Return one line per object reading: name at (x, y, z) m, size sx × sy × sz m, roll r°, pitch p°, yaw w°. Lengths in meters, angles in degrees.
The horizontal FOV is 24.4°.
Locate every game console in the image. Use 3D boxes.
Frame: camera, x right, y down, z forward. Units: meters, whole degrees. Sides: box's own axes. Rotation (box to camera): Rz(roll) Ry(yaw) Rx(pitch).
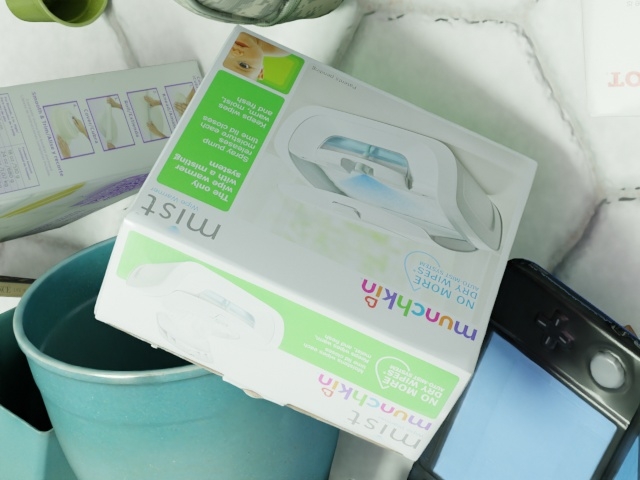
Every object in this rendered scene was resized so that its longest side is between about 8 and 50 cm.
game console at (0.150, 0.208, 1.116) m, size 0.250 × 0.173 × 0.293 m, roll 38°, pitch 131°, yaw 25°

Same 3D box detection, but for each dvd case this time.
dvd case at (-0.327, 0.040, 1.406) m, size 0.164 × 0.221 × 0.018 m, roll 5°, pitch 89°, yaw 33°

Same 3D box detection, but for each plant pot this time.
plant pot at (-0.254, -0.234, 1.382) m, size 0.079 × 0.083 × 0.083 m, roll -5°, pitch 99°, yaw 47°
plant pot at (-0.102, 0.151, 1.269) m, size 0.271 × 0.271 × 0.255 m, roll 10°, pitch 121°, yaw 32°
plant pot at (-0.282, 0.212, 1.459) m, size 0.165 × 0.165 × 0.234 m, roll 27°, pitch 123°, yaw 26°

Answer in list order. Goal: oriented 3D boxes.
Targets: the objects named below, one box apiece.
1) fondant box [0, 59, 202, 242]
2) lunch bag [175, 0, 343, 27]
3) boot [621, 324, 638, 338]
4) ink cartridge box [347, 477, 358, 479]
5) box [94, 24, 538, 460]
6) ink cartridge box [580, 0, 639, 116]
fondant box at (-0.274, -0.058, 1.276) m, size 0.238 × 0.330 × 0.096 m, roll -21°, pitch 90°, yaw 35°
lunch bag at (-0.105, -0.310, 1.147) m, size 0.305 × 0.256 × 0.213 m, roll 43°, pitch 121°, yaw 17°
boot at (0.220, 0.129, 1.168) m, size 0.087 × 0.042 × 0.118 m, roll -12°, pitch 94°, yaw 38°
ink cartridge box at (0.015, 0.332, 1.251) m, size 0.087 × 0.153 × 0.208 m, roll 24°, pitch 136°, yaw 27°
box at (0.000, 0.000, 1.104) m, size 0.262 × 0.231 × 0.127 m, roll 25°, pitch 137°, yaw 0°
ink cartridge box at (0.277, -0.204, 0.969) m, size 0.171 × 0.168 × 0.233 m, roll 3°, pitch 103°, yaw 34°
